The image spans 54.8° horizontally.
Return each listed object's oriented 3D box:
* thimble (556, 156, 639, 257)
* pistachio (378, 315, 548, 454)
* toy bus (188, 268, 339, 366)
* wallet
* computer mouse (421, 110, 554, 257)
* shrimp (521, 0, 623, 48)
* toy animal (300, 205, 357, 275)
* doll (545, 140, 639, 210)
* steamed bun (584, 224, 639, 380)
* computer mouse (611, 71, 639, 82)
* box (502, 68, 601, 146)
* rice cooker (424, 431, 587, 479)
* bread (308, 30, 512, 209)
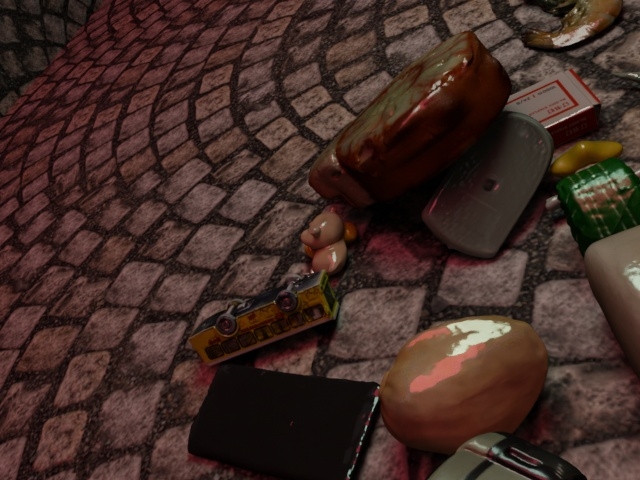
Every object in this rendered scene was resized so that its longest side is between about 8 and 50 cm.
[{"bbox_3d":[0.350,-0.033,0.755,0.090,0.118,0.130,-25,59,17],"label":"thimble"},{"bbox_3d":[0.162,0.164,0.706,0.201,0.117,0.145,-25,78,1],"label":"pistachio"},{"bbox_3d":[-0.087,0.116,0.936,0.226,0.074,0.081,-23,11,13],"label":"toy bus"},{"bbox_3d":[-0.056,0.244,0.838,0.286,0.030,0.146,-2,53,35],"label":"wallet"},{"bbox_3d":[0.248,-0.083,0.898,0.128,0.079,0.230,35,88,13],"label":"computer mouse"},{"bbox_3d":[0.425,-0.442,1.176,0.169,0.058,0.296,-40,43,-3],"label":"shrimp"},{"bbox_3d":[0.000,0.000,1.001,0.092,0.082,0.114,-5,49,33],"label":"toy animal"},{"bbox_3d":[0.381,-0.087,0.841,0.135,0.071,0.113,2,60,31],"label":"doll"},{"bbox_3d":[0.368,0.075,0.605,0.147,0.164,0.241,-22,41,13],"label":"steamed bun"},{"bbox_3d":[0.601,-0.273,0.835,0.389,0.114,0.199,6,51,38],"label":"computer mouse"},{"bbox_3d":[0.316,-0.182,0.989,0.230,0.050,0.122,-24,41,14],"label":"box"},{"bbox_3d":[0.166,0.286,0.488,0.244,0.226,0.226,17,61,45],"label":"rice cooker"},{"bbox_3d":[0.141,-0.187,0.967,0.295,0.114,0.328,-51,15,-26],"label":"bread"}]
